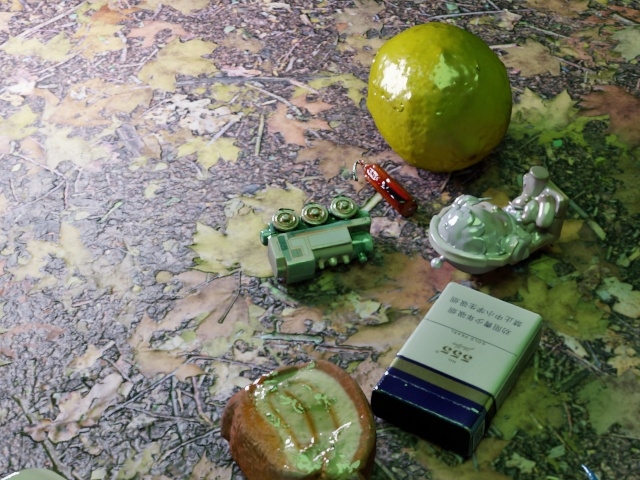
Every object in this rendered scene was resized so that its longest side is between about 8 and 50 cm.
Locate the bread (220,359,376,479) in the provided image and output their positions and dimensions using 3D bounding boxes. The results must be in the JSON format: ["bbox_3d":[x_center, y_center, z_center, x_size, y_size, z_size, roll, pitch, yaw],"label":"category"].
[{"bbox_3d":[-0.015,0.282,1.663,0.190,0.123,0.244,-23,49,-21],"label":"bread"}]

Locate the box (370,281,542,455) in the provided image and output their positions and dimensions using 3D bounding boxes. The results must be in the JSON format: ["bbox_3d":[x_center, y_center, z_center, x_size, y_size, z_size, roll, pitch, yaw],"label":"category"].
[{"bbox_3d":[0.208,0.188,1.783,0.168,0.071,0.259,22,50,24],"label":"box"}]

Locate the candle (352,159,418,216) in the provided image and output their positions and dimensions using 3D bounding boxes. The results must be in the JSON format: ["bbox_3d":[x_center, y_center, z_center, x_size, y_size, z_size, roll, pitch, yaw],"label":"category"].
[{"bbox_3d":[0.112,-0.095,2.108,0.053,0.048,0.162,6,30,-44],"label":"candle"}]

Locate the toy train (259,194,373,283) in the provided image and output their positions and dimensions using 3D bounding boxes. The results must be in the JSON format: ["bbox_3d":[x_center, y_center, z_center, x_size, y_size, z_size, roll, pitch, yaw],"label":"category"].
[{"bbox_3d":[0.000,0.000,1.990,0.194,0.081,0.125,-11,55,-12],"label":"toy train"}]

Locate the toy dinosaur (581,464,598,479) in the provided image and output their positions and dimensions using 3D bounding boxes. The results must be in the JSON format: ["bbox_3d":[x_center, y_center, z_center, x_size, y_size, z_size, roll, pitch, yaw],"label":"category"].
[{"bbox_3d":[0.461,0.409,1.531,0.329,0.076,0.144,25,41,22],"label":"toy dinosaur"}]

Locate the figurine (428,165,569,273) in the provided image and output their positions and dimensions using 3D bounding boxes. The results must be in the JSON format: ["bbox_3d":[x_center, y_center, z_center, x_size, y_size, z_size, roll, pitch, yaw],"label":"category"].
[{"bbox_3d":[0.283,-0.024,1.947,0.236,0.141,0.162,-19,41,-15],"label":"figurine"}]

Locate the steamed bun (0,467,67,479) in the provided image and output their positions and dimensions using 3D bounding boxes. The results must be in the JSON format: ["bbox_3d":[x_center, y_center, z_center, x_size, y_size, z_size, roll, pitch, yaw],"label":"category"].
[{"bbox_3d":[-0.359,0.522,1.321,0.371,0.290,0.456,36,58,27],"label":"steamed bun"}]

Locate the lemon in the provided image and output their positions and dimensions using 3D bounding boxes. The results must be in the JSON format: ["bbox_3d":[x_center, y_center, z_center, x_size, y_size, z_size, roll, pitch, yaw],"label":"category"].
[{"bbox_3d":[0.212,-0.256,2.118,0.260,0.260,0.284,0,43,3],"label":"lemon"}]
